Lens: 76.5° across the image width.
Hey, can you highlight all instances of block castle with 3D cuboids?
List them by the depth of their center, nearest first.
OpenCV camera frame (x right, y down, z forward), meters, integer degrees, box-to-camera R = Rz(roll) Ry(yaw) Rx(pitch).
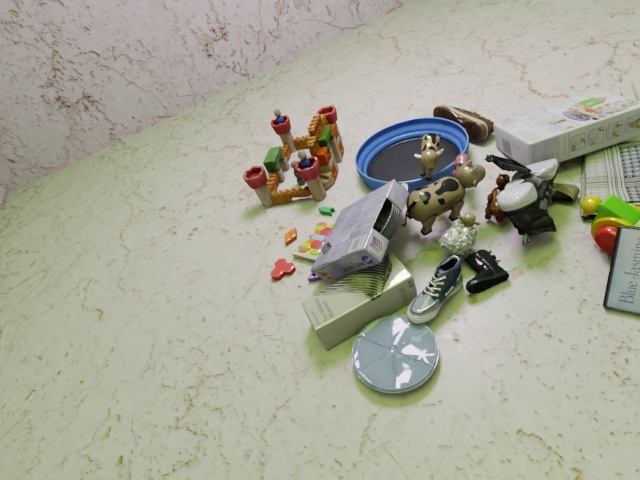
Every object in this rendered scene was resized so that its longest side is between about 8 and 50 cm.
[{"bbox_3d":[-0.093,-0.355,1.587,0.303,0.213,0.453,-5,44,21],"label":"block castle"}]

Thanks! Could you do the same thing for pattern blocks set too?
[{"bbox_3d":[0.000,0.000,1.305,0.285,0.026,0.325,-1,45,25],"label":"pattern blocks set"}]

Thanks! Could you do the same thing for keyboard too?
[{"bbox_3d":[0.500,-0.211,1.111,0.108,0.023,0.180,18,20,7],"label":"keyboard"}]

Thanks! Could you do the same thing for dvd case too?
[{"bbox_3d":[0.727,0.073,0.805,0.253,0.022,0.180,11,88,34],"label":"dvd case"}]

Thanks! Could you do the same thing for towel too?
[{"bbox_3d":[0.855,-0.164,1.049,0.312,0.056,0.324,4,49,29],"label":"towel"}]

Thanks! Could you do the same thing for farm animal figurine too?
[{"bbox_3d":[0.353,-0.157,1.125,0.327,0.172,0.330,-41,62,-16],"label":"farm animal figurine"}]

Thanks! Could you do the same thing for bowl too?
[{"bbox_3d":[0.319,-0.298,1.433,0.391,0.077,0.391,-13,42,12],"label":"bowl"}]

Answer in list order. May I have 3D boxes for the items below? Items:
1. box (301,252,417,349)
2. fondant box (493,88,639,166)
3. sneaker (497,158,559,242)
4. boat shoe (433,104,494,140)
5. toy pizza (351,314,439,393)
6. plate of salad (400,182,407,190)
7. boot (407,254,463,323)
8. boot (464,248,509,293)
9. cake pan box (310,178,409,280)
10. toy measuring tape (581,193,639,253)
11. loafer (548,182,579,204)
[{"bbox_3d":[0.100,0.153,1.040,0.275,0.094,0.113,-29,41,-7],"label":"box"},{"bbox_3d":[0.741,-0.341,1.233,0.330,0.096,0.238,-19,29,7],"label":"fondant box"},{"bbox_3d":[0.559,-0.101,1.057,0.268,0.153,0.101,-38,17,-33],"label":"sneaker"},{"bbox_3d":[0.525,-0.433,1.482,0.095,0.095,0.257,-22,45,-19],"label":"boat shoe"},{"bbox_3d":[0.171,0.261,0.939,0.201,0.032,0.201,-13,41,11],"label":"toy pizza"},{"bbox_3d":[0.190,-0.094,1.221,0.200,0.048,0.200,-54,11,15],"label":"plate of salad"},{"bbox_3d":[0.275,0.114,0.983,0.190,0.086,0.069,-37,40,-28],"label":"boot"},{"bbox_3d":[0.398,0.074,1.020,0.121,0.045,0.099,-20,42,-6],"label":"boot"},{"bbox_3d":[0.107,-0.024,1.114,0.267,0.070,0.245,-28,31,53],"label":"cake pan box"},{"bbox_3d":[0.732,0.016,0.907,0.121,0.121,0.330,-38,65,-16],"label":"toy measuring tape"},{"bbox_3d":[0.629,-0.131,1.121,0.148,0.056,0.050,3,41,29],"label":"loafer"}]
